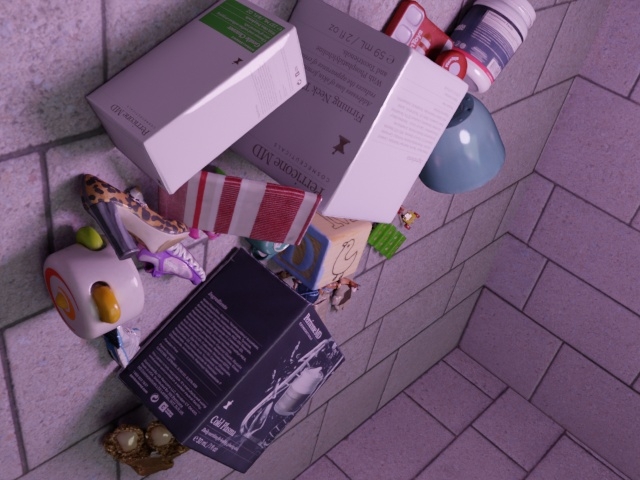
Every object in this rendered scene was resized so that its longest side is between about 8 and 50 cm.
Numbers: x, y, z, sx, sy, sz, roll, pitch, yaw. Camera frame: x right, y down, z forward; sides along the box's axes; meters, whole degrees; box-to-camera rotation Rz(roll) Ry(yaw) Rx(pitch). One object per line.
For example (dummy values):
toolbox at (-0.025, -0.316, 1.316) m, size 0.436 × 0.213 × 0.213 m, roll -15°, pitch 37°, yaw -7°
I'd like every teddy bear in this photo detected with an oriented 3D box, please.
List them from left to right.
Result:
teddy bear at (-0.492, 0.571, 1.883) m, size 0.245 × 0.113 × 0.338 m, roll -18°, pitch 152°, yaw -1°

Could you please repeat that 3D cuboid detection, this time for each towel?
towel at (-0.182, -0.075, 1.416) m, size 0.237 × 0.329 × 0.037 m, roll 121°, pitch -23°, yaw -62°

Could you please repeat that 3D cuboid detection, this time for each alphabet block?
alphabet block at (0.000, 0.000, 1.936) m, size 0.197 × 0.193 × 0.192 m, roll -22°, pitch 141°, yaw -45°

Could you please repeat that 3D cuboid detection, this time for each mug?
mug at (-0.131, -0.018, 1.818) m, size 0.129 × 0.097 × 0.157 m, roll -41°, pitch 150°, yaw -22°

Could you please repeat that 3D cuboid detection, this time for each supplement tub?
supplement tub at (0.496, -0.601, 1.993) m, size 0.272 × 0.191 × 0.191 m, roll -54°, pitch 152°, yaw 2°

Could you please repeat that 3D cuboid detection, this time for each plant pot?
plant pot at (0.423, -0.333, 2.112) m, size 0.293 × 0.293 × 0.235 m, roll -46°, pitch 138°, yaw -13°

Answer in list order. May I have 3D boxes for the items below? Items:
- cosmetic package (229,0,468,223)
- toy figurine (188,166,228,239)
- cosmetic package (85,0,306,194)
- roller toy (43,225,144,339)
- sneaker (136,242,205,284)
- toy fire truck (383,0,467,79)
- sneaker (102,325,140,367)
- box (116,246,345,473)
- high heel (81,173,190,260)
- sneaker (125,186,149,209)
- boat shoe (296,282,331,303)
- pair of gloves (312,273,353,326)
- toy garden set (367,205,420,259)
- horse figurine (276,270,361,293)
cosmetic package at (0.069, -0.292, 1.558) m, size 0.327 × 0.329 × 0.393 m, roll 3°, pitch 119°, yaw -57°
toy figurine at (-0.247, -0.060, 1.576) m, size 0.159 × 0.130 × 0.173 m, roll -41°, pitch 125°, yaw 5°
cosmetic package at (-0.226, -0.286, 1.267) m, size 0.365 × 0.197 × 0.155 m, roll -43°, pitch 151°, yaw -20°
roller toy at (-0.464, 0.098, 1.344) m, size 0.146 × 0.209 × 0.191 m, roll -29°, pitch 164°, yaw -36°
sneaker at (-0.361, 0.048, 1.565) m, size 0.104 × 0.095 × 0.236 m, roll -44°, pitch 145°, yaw -7°
toy fire truck at (0.233, -0.468, 1.819) m, size 0.254 × 0.169 × 0.302 m, roll 27°, pitch 99°, yaw -37°
sneaker at (-0.483, 0.233, 1.622) m, size 0.083 × 0.071 × 0.190 m, roll -43°, pitch 160°, yaw -30°
box at (-0.224, 0.356, 1.889) m, size 0.472 × 0.297 × 0.480 m, roll -48°, pitch 152°, yaw -12°
high heel at (-0.374, -0.064, 1.373) m, size 0.093 × 0.186 × 0.261 m, roll -33°, pitch 175°, yaw 21°
sneaker at (-0.395, -0.081, 1.427) m, size 0.037 × 0.032 × 0.083 m, roll -29°, pitch 141°, yaw -14°
boat shoe at (-0.020, 0.130, 2.163) m, size 0.109 × 0.089 × 0.258 m, roll -35°, pitch 147°, yaw -30°
pair of gloves at (0.039, 0.214, 2.396) m, size 0.240 × 0.042 × 0.204 m, roll -39°, pitch 146°, yaw -33°
toy garden set at (0.262, -0.051, 2.429) m, size 0.204 × 0.049 × 0.244 m, roll -51°, pitch 151°, yaw 1°
horse figurine at (-0.019, 0.119, 2.034) m, size 0.174 × 0.263 × 0.066 m, roll -32°, pitch 129°, yaw -72°
